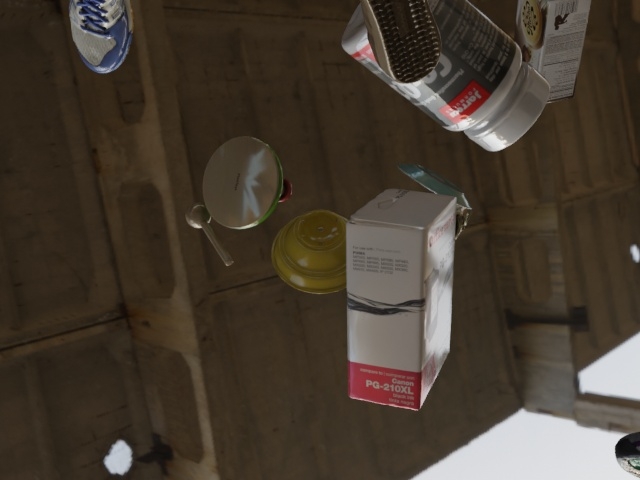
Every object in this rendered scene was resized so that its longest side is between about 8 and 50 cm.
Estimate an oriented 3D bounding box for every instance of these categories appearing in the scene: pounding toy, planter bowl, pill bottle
[{"bbox_3d":[-0.146,-0.087,1.368,0.236,0.183,0.110,-55,-28,14],"label":"pounding toy"},{"bbox_3d":[0.000,0.000,1.470,0.217,0.217,0.090,-51,-21,-30],"label":"planter bowl"},{"bbox_3d":[0.186,-0.262,0.993,0.283,0.161,0.161,33,-113,-18],"label":"pill bottle"}]

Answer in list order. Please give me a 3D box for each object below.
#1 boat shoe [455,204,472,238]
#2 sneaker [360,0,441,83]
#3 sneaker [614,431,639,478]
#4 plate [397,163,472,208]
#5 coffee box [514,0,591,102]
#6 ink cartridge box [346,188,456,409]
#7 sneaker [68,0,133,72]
[{"bbox_3d":[0.312,-0.019,1.703,0.285,0.089,0.104,-40,-40,-47],"label":"boat shoe"},{"bbox_3d":[0.043,-0.196,0.481,0.066,0.071,0.188,-23,-36,-6],"label":"sneaker"},{"bbox_3d":[0.391,0.170,0.635,0.083,0.224,0.098,61,-152,-43],"label":"sneaker"},{"bbox_3d":[0.253,-0.126,1.484,0.188,0.188,0.024,15,-70,-41],"label":"plate"},{"bbox_3d":[0.596,-0.529,1.786,0.119,0.168,0.297,-13,-46,-5],"label":"coffee box"},{"bbox_3d":[0.107,0.068,0.883,0.172,0.100,0.237,-37,-51,-61],"label":"ink cartridge box"},{"bbox_3d":[-0.369,-0.408,1.094,0.131,0.112,0.296,-78,-1,-61],"label":"sneaker"}]
